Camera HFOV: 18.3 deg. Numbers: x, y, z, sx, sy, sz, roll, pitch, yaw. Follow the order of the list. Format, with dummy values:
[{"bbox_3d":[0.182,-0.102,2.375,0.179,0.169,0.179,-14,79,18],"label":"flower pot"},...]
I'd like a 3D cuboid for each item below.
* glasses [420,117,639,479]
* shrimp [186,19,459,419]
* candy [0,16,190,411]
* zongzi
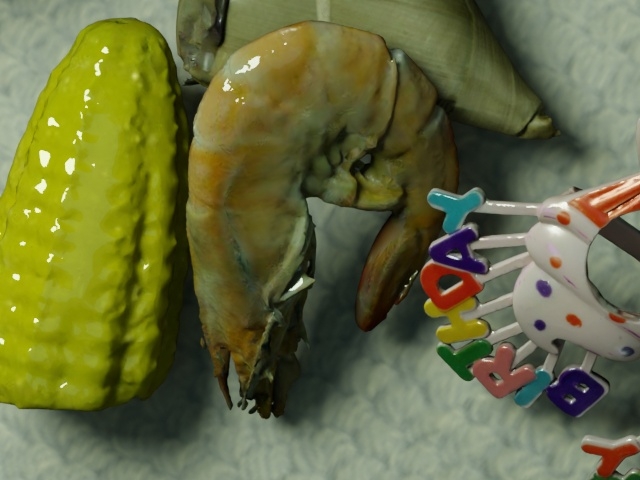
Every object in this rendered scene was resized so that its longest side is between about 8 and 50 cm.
[{"bbox_3d":[0.159,0.044,0.990,0.162,0.095,0.255,-40,103,23],"label":"glasses"},{"bbox_3d":[-0.001,-0.002,0.981,0.133,0.053,0.236,-7,123,-17],"label":"shrimp"},{"bbox_3d":[-0.113,-0.014,1.000,0.106,0.094,0.198,11,104,-3],"label":"candy"},{"bbox_3d":[0.038,-0.149,0.966,0.197,0.099,0.194,13,107,7],"label":"zongzi"}]
